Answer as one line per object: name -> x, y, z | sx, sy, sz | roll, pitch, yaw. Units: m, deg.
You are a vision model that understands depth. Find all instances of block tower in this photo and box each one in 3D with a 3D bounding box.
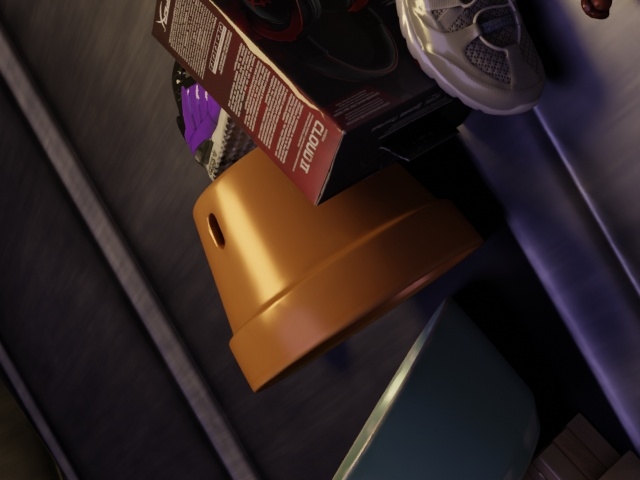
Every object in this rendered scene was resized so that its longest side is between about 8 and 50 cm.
block tower -> 0.244, 0.325, 1.149 | 0.097, 0.091, 0.335 | 48, 143, 16

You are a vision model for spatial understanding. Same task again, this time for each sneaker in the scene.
sneaker -> 0.123, -0.242, 0.868 | 0.281, 0.105, 0.115 | 60, 152, 1
sneaker -> -0.126, -0.202, 1.222 | 0.146, 0.102, 0.293 | 51, 144, 14

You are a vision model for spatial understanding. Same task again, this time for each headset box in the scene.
headset box -> 0.011, -0.184, 0.961 | 0.293, 0.218, 0.110 | 47, 145, 19

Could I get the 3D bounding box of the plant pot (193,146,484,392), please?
plant pot -> 0.000, 0.000, 1.049 | 0.203, 0.291, 0.291 | 57, 145, 8

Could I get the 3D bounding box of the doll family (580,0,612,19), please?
doll family -> 0.204, -0.260, 0.785 | 0.193, 0.076, 0.111 | 50, 125, 22

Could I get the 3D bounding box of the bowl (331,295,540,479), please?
bowl -> 0.130, 0.234, 1.088 | 0.163, 0.311, 0.311 | 31, 140, 5
